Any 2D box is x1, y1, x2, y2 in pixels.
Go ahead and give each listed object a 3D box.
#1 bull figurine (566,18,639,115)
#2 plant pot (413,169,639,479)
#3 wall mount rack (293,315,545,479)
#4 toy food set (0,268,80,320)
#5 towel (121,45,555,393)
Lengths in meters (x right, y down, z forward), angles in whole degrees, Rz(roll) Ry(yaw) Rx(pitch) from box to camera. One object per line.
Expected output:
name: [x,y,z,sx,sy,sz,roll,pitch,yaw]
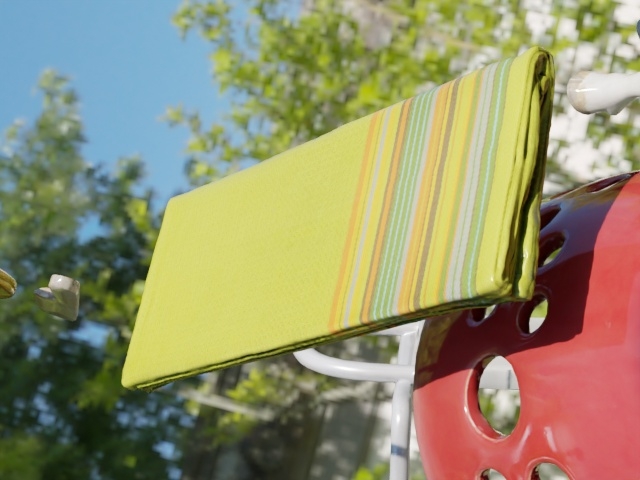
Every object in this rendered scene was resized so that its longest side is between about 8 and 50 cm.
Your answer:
bull figurine: [0.241,-0.092,0.718,0.188,0.310,0.101,-22,42,61]
plant pot: [0.158,0.055,0.584,0.174,0.191,0.191,-29,37,58]
wall mount rack: [0.160,0.116,1.082,0.304,0.350,0.130,-67,-22,-75]
toy food set: [-0.228,0.032,0.743,0.128,0.218,0.071,154,133,-71]
towel: [0.000,0.000,0.607,0.021,0.237,0.102,30,-120,-31]
